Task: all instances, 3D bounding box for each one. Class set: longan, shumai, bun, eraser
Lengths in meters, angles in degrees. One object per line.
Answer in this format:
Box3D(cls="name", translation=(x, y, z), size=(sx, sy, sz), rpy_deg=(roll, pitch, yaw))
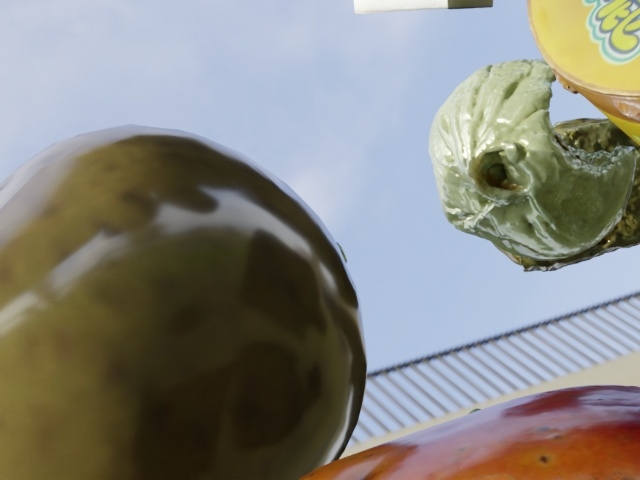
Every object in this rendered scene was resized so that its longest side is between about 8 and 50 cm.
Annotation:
Box3D(cls="longan", translation=(-0.156, 0.092, 0.911), size=(0.405, 0.404, 0.336), rpy_deg=(-17, -27, -27))
Box3D(cls="shumai", translation=(0.323, -0.068, 1.492), size=(0.256, 0.218, 0.189), rpy_deg=(-12, -82, -7))
Box3D(cls="bun", translation=(0.205, -0.074, 1.120), size=(0.126, 0.213, 0.203), rpy_deg=(-51, -19, -57))
Box3D(cls="eraser", translation=(0.132, -0.305, 1.444), size=(0.104, 0.150, 0.023), rpy_deg=(-15, -73, -47))

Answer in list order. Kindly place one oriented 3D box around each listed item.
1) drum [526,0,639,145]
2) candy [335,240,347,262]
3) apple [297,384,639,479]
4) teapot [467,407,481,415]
Box3D(cls="drum", translation=(0.367, -0.221, 0.804), size=(0.214, 0.431, 0.431), rpy_deg=(32, -87, -29))
Box3D(cls="candy", translation=(0.000, 0.000, 1.147), size=(0.035, 0.035, 0.123), rpy_deg=(-27, -30, 0))
Box3D(cls="apple", translation=(0.121, 0.246, 0.566), size=(0.328, 0.365, 0.295), rpy_deg=(-51, -47, -40))
Box3D(cls="teapot", translation=(0.204, 0.173, 0.732), size=(0.232, 0.159, 0.159), rpy_deg=(32, -87, -20))
